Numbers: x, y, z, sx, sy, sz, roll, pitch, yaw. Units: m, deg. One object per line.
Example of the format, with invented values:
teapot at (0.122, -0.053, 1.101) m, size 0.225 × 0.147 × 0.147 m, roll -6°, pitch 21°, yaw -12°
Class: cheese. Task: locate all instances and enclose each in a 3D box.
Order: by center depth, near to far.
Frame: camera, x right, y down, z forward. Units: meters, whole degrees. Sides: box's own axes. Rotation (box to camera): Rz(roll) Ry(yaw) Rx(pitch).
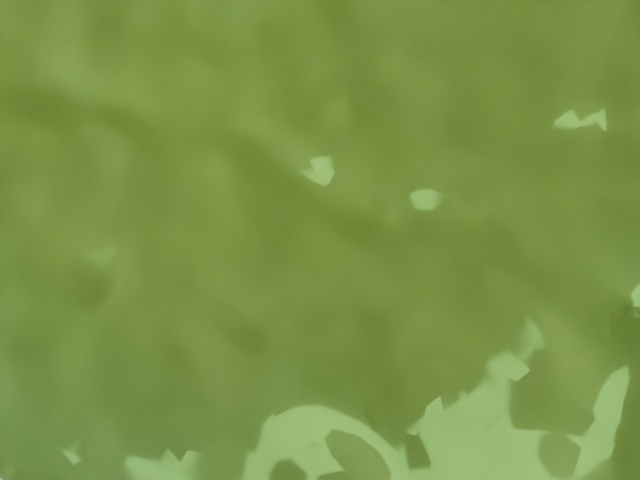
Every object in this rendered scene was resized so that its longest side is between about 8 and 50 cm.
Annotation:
cheese at (-0.006, -0.039, 0.457) m, size 0.326 × 0.115 × 0.318 m, roll -16°, pitch 72°, yaw 7°
